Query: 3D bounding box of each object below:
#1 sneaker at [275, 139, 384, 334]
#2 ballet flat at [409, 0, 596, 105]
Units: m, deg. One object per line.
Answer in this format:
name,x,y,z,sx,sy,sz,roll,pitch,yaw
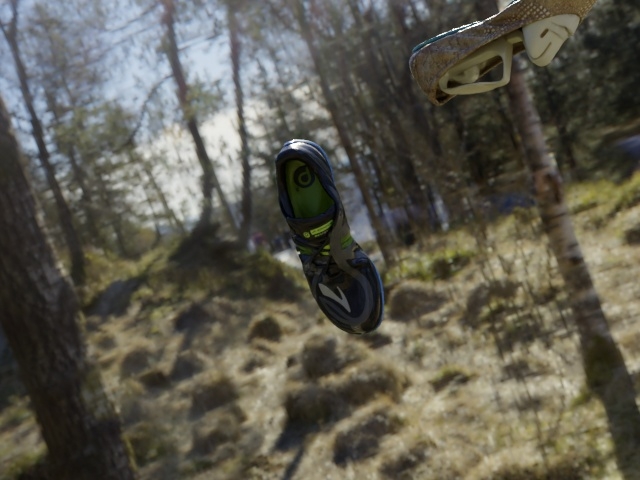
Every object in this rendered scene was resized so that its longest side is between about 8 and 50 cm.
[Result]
sneaker,0.000,0.000,0.848,0.067,0.188,0.078,-21,-1,15
ballet flat,0.178,-0.182,0.871,0.206,0.067,0.073,-24,-18,36
